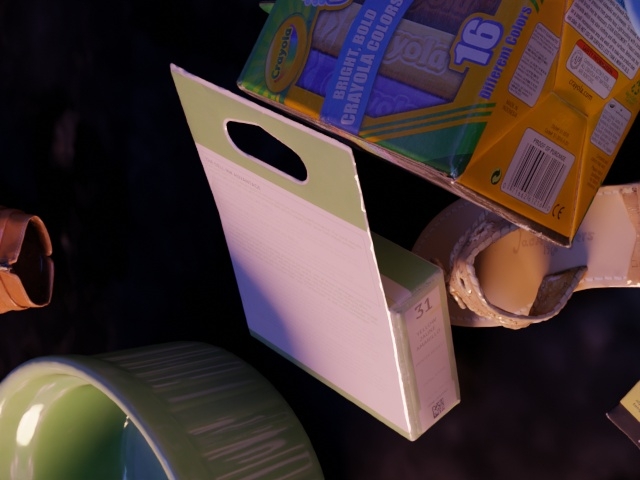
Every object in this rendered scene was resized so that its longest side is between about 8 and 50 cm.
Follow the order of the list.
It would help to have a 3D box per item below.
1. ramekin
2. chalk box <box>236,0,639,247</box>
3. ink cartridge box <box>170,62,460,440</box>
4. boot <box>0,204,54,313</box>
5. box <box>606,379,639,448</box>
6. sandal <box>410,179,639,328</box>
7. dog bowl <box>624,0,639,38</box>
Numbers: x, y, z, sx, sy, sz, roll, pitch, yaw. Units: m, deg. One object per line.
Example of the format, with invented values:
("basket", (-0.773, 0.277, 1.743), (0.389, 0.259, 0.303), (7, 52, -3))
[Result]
("ramekin", (-0.131, 0.225, 0.864), (0.303, 0.148, 0.303), (10, 105, 41))
("chalk box", (0.057, -0.107, 0.602), (0.213, 0.132, 0.132), (30, 96, 40))
("ink cartridge box", (0.000, 0.000, 0.687), (0.171, 0.056, 0.235), (29, 143, 41))
("boot", (-0.325, -0.025, 1.050), (0.152, 0.073, 0.197), (2, 112, 44))
("box", (0.248, 0.038, 0.533), (0.087, 0.058, 0.232), (47, 127, 25))
("sandal", (0.120, 0.009, 0.631), (0.240, 0.079, 0.088), (-12, 90, 44))
("dog bowl", (0.249, -0.164, 0.440), (0.297, 0.074, 0.166), (-41, 50, 38))
